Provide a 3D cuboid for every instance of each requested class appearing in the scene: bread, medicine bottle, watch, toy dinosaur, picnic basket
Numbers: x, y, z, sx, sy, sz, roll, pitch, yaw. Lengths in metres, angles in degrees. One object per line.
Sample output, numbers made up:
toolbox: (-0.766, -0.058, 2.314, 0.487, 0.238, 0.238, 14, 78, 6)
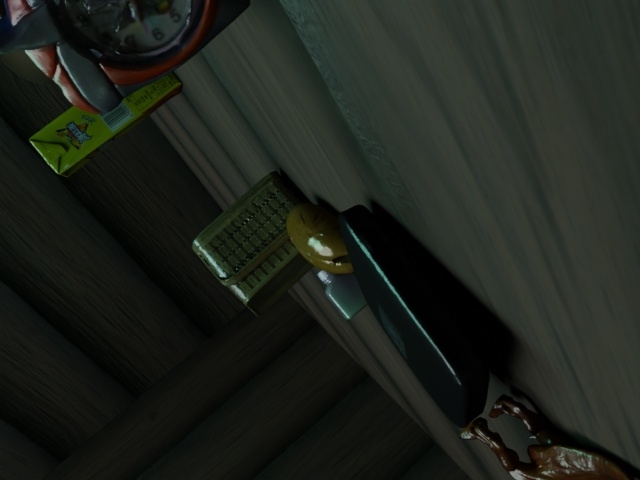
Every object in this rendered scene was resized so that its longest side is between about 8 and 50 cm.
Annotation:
bread: (0.000, 0.000, 1.187, 0.189, 0.077, 0.114, 32, 136, 46)
medicine bottle: (0.049, 0.101, 1.457, 0.118, 0.074, 0.055, 49, 173, 2)
watch: (-0.233, -0.310, 0.674, 0.305, 0.241, 0.274, 56, -176, -35)
toy dinosaur: (0.298, 0.292, 0.924, 0.208, 0.097, 0.432, 37, 171, 17)
picnic basket: (-0.119, 0.009, 1.419, 0.175, 0.228, 0.313, 46, 172, 8)

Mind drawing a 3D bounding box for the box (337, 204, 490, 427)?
box: (0.131, 0.110, 0.969, 0.290, 0.073, 0.289, 55, 174, 28)

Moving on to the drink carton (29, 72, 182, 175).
drink carton: (-0.500, -0.296, 1.629, 0.111, 0.351, 0.154, 51, 171, -11)

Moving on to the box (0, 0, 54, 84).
box: (-0.518, -0.457, 1.330, 0.301, 0.301, 0.216, 54, 164, -24)
